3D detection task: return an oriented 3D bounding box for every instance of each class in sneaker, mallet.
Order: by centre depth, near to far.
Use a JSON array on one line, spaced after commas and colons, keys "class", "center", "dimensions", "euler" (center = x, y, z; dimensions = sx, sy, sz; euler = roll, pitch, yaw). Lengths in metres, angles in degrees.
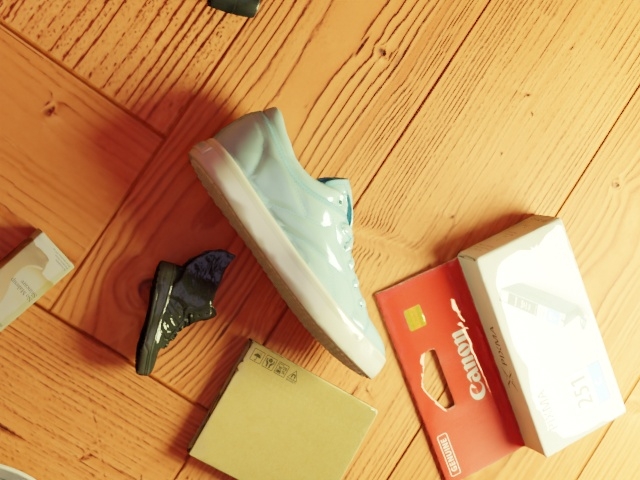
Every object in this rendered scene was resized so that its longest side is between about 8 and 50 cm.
[{"class": "mallet", "center": [-0.080, -0.361, 1.546], "dimensions": [0.062, 0.039, 0.190], "euler": [21, 85, -19]}, {"class": "sneaker", "center": [-0.166, 0.088, 1.557], "dimensions": [0.089, 0.051, 0.170], "euler": [13, 88, -15]}, {"class": "sneaker", "center": [0.000, 0.000, 1.561], "dimensions": [0.150, 0.135, 0.366], "euler": [-37, 107, -8]}]

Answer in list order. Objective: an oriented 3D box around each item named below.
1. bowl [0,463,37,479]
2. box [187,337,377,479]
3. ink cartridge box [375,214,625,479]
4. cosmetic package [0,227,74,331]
[{"class": "bowl", "center": [-0.422, 0.376, 1.458], "dimensions": [0.297, 0.134, 0.298], "euler": [-2, 96, -19]}, {"class": "box", "center": [-0.047, 0.243, 1.631], "dimensions": [0.201, 0.021, 0.164], "euler": [31, 86, -20]}, {"class": "ink cartridge box", "center": [0.244, 0.151, 1.699], "dimensions": [0.261, 0.066, 0.296], "euler": [-25, 103, -16]}, {"class": "cosmetic package", "center": [-0.351, 0.045, 1.493], "dimensions": [0.115, 0.041, 0.060], "euler": [-44, 108, -10]}]
